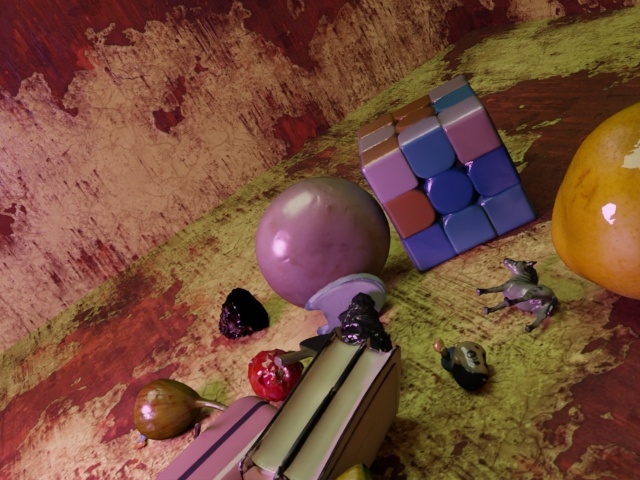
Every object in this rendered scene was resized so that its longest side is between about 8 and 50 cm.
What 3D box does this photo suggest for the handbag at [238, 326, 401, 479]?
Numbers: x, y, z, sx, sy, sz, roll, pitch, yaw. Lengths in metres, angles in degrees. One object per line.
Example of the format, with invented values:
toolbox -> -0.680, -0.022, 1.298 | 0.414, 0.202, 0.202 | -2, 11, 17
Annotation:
handbag -> 0.013, 0.359, 1.349 | 0.160, 0.236, 0.358 | 12, 40, 27

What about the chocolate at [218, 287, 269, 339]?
chocolate -> -0.240, 0.232, 2.157 | 0.133, 0.156, 0.156 | -44, 16, 20

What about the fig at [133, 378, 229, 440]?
fig -> -0.337, 0.404, 1.858 | 0.259, 0.151, 0.151 | -17, 25, 23

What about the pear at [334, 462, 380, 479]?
pear -> 0.060, 0.438, 1.103 | 0.164, 0.238, 0.255 | -39, 23, -4

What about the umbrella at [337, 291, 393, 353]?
umbrella -> 0.081, 0.215, 1.686 | 0.336, 0.154, 0.128 | -112, 40, -64

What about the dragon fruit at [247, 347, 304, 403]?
dragon fruit -> -0.110, 0.320, 1.768 | 0.136, 0.133, 0.166 | 4, 5, -38

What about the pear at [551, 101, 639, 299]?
pear -> 0.607, -0.068, 1.323 | 0.362, 0.362, 0.418 | -43, 10, -29

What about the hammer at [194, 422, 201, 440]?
hammer -> -0.269, 0.432, 1.640 | 0.058, 0.029, 0.292 | -44, -11, -25

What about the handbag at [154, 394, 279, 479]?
handbag -> -0.157, 0.461, 1.478 | 0.302, 0.149, 0.283 | -39, 24, -26

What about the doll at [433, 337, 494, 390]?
doll -> 0.283, 0.235, 1.485 | 0.179, 0.102, 0.088 | -130, 56, -65

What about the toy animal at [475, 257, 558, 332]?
toy animal -> 0.432, 0.109, 1.583 | 0.176, 0.073, 0.217 | -22, 22, -19

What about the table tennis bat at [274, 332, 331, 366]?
table tennis bat -> -0.002, 0.253, 1.748 | 0.246, 0.022, 0.138 | -11, 16, -41

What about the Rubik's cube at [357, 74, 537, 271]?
Rubik's cube -> 0.323, -0.184, 2.002 | 0.344, 0.346, 0.347 | -27, 21, 14

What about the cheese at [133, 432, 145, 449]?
cheese -> -0.459, 0.505, 1.962 | 0.047, 0.017, 0.111 | -27, 22, 19

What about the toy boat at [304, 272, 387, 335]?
toy boat -> 0.067, 0.154, 1.879 | 0.208, 0.134, 0.079 | -28, 11, -3

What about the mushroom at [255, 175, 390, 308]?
mushroom -> 0.000, 0.000, 1.993 | 0.362, 0.362, 0.294 | -32, 28, -3
